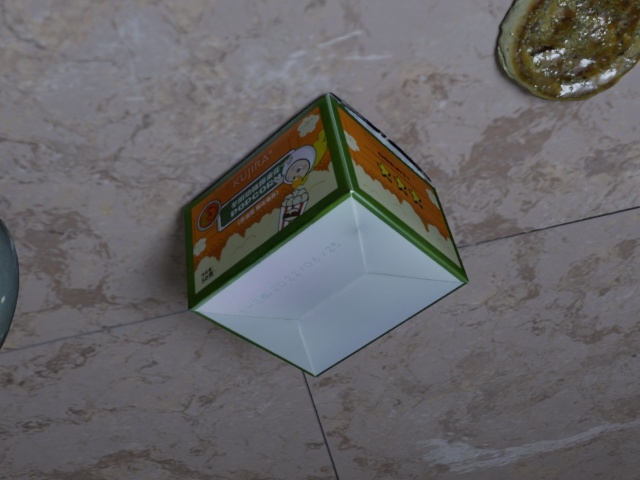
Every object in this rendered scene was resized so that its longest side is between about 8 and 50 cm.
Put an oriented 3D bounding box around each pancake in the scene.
[{"bbox_3d":[0.233,-0.187,0.694,0.158,0.028,0.158,-6,136,-6],"label":"pancake"}]

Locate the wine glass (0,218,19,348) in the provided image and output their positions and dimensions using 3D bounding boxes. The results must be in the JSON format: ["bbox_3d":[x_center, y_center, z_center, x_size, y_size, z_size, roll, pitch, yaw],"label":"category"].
[{"bbox_3d":[-0.358,0.007,0.617,0.238,0.238,0.323,6,137,-20],"label":"wine glass"}]

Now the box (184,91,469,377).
[{"bbox_3d":[0.000,0.000,0.754,0.195,0.148,0.177,-36,131,24],"label":"box"}]
